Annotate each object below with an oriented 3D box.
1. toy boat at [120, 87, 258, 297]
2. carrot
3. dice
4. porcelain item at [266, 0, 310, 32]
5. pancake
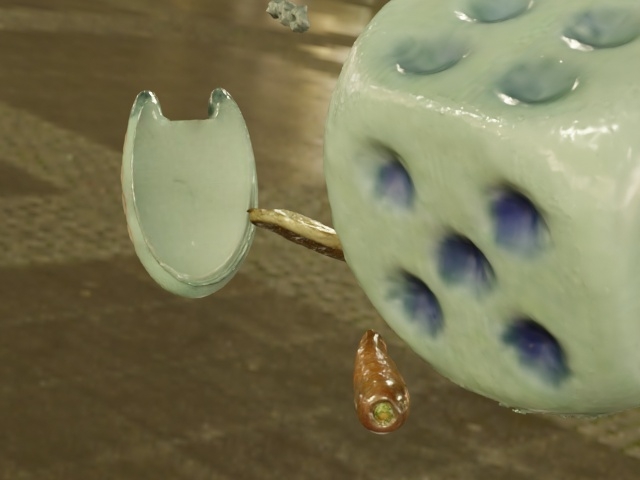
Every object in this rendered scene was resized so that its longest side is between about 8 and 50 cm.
[{"bbox_3d":[-0.131,-0.046,1.503,0.134,0.207,0.079,-5,-3,-21],"label":"toy boat"},{"bbox_3d":[0.049,0.114,1.273,0.047,0.047,0.191,10,12,-2],"label":"carrot"},{"bbox_3d":[0.182,-0.055,1.102,0.265,0.262,0.268,23,48,40],"label":"dice"},{"bbox_3d":[-0.039,-0.290,1.960,0.028,0.036,0.083,-10,24,-29],"label":"porcelain item"},{"bbox_3d":[0.000,-0.001,1.427,0.152,0.025,0.151,23,-1,1],"label":"pancake"}]
